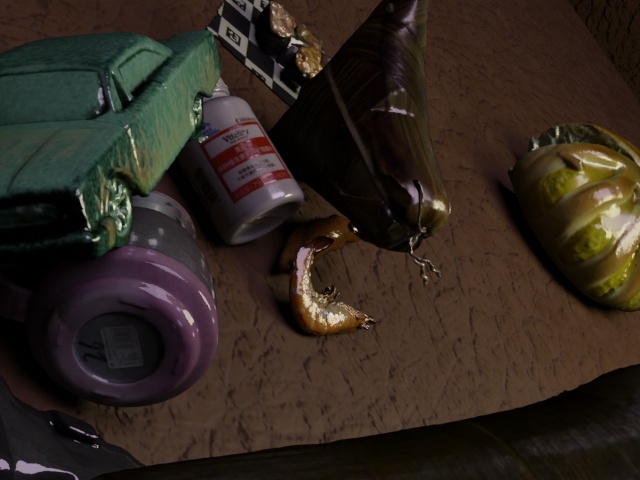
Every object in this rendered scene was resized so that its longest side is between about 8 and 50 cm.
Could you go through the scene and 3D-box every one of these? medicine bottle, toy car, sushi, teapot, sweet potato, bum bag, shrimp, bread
[{"bbox_3d":[-0.080,-0.073,0.896,0.079,0.079,0.140,-9,65,-59],"label":"medicine bottle"},{"bbox_3d":[-0.165,-0.078,0.683,0.320,0.142,0.097,-75,159,-63],"label":"toy car"},{"bbox_3d":[-0.019,-0.215,1.195,0.210,0.040,0.192,42,29,-18],"label":"sushi"},{"bbox_3d":[-0.139,0.031,0.689,0.146,0.148,0.116,-95,174,-58],"label":"teapot"},{"bbox_3d":[0.003,-0.002,0.981,0.044,0.044,0.179,53,28,3],"label":"sweet potato"},{"bbox_3d":[-0.150,0.125,0.597,0.198,0.049,0.087,37,26,-25],"label":"bum bag"},{"bbox_3d":[0.014,0.046,0.934,0.127,0.025,0.090,26,64,-51],"label":"shrimp"},{"bbox_3d":[0.420,-0.043,1.524,0.333,0.160,0.333,36,33,-29],"label":"bread"}]

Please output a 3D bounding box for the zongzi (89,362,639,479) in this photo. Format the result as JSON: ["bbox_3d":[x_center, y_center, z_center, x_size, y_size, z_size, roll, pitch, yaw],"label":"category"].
[{"bbox_3d":[0.042,0.296,0.599,0.404,0.432,0.208,-5,28,-18],"label":"zongzi"}]

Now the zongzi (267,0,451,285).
[{"bbox_3d":[0.079,-0.124,0.954,0.111,0.241,0.247,28,11,-37],"label":"zongzi"}]
